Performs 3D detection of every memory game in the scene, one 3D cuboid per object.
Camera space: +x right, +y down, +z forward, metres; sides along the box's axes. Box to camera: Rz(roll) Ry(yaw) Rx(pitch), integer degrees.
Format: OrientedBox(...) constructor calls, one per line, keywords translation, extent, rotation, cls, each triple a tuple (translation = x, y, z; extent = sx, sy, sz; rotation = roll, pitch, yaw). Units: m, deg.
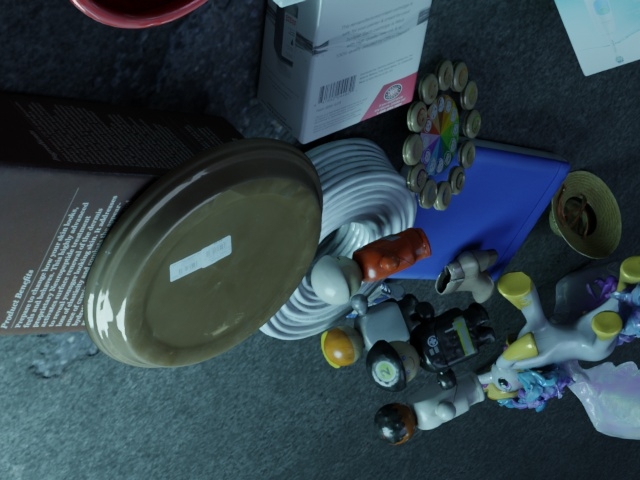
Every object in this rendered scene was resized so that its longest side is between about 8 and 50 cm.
OrientedBox(translation=(0.149, -0.127, 1.685), extent=(0.186, 0.012, 0.186), rotation=(-24, 120, -53), cls="memory game")

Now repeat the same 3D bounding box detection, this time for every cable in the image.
OrientedBox(translation=(0.000, 0.000, 1.664), extent=(0.257, 0.089, 0.257), rotation=(-2, 128, -47), cls="cable")

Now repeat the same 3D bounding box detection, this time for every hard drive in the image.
OrientedBox(translation=(0.193, -0.038, 1.888), extent=(0.318, 0.040, 0.210), rotation=(4, 124, -51), cls="hard drive")

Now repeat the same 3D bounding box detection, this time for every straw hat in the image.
OrientedBox(translation=(0.374, -0.033, 2.075), extent=(0.144, 0.144, 0.061), rotation=(-15, 175, -39), cls="straw hat")

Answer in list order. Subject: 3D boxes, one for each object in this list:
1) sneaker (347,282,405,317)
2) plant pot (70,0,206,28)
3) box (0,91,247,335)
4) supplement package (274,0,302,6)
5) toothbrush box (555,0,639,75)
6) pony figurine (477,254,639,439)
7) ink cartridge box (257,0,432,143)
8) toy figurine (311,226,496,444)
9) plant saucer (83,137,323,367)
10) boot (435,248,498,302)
OrientedBox(translation=(0.070, 0.067, 1.859), extent=(0.135, 0.052, 0.058), rotation=(-6, 127, -46), cls="sneaker")
OrientedBox(translation=(-0.162, -0.286, 1.079), extent=(0.191, 0.174, 0.191), rotation=(-30, 145, -24), cls="plant pot")
OrientedBox(translation=(-0.227, -0.022, 1.340), extent=(0.381, 0.143, 0.191), rotation=(1, 126, -51), cls="box")
OrientedBox(translation=(0.010, -0.347, 1.229), extent=(0.194, 0.149, 0.203), rotation=(-23, 141, -32), cls="supplement package")
OrientedBox(translation=(0.361, -0.336, 1.584), extent=(0.216, 0.126, 0.295), rotation=(-17, 150, 16), cls="toothbrush box")
OrientedBox(translation=(0.402, 0.149, 2.143), extent=(0.351, 0.303, 0.363), rotation=(-8, 155, -6), cls="pony figurine")
OrientedBox(translation=(0.028, -0.228, 1.439), extent=(0.158, 0.092, 0.218), rotation=(-24, 144, -31), cls="ink cartridge box")
OrientedBox(translation=(0.087, 0.115, 1.617), extent=(0.148, 0.213, 0.209), rotation=(-24, 146, -18), cls="toy figurine")
OrientedBox(translation=(-0.103, 0.024, 1.368), extent=(0.278, 0.041, 0.278), rotation=(-29, 144, -23), cls="plant saucer")
OrientedBox(translation=(0.198, 0.056, 1.929), extent=(0.087, 0.042, 0.118), rotation=(-20, 140, -25), cls="boot")
